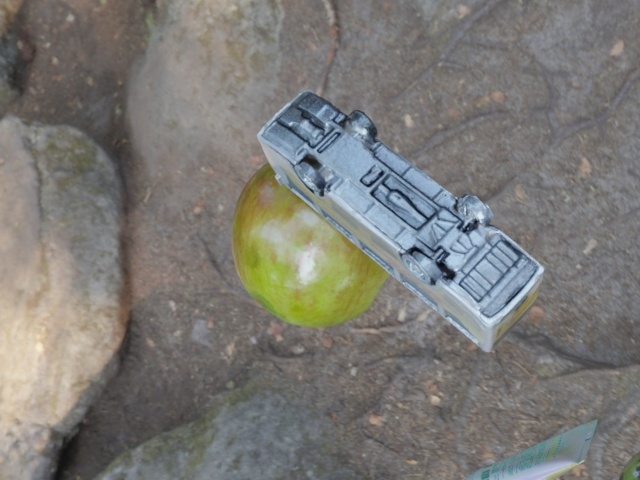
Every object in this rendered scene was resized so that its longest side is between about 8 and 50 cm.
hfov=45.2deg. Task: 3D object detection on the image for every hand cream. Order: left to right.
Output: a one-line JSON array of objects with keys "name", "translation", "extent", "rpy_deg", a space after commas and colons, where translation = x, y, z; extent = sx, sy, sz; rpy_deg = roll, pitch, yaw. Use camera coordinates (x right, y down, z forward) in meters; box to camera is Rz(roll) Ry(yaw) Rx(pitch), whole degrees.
[{"name": "hand cream", "translation": [0.219, 0.248, 0.822], "extent": [0.047, 0.076, 0.174], "rpy_deg": [49, 124, 2]}]

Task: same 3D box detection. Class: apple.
[{"name": "apple", "translation": [0.000, 0.000, 1.063], "extent": [0.246, 0.246, 0.226], "rpy_deg": [27, 115, 37]}]

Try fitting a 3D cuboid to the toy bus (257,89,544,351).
[{"name": "toy bus", "translation": [0.082, -0.028, 0.836], "extent": [0.097, 0.138, 0.342], "rpy_deg": [-45, 64, -11]}]

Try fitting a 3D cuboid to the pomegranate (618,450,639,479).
[{"name": "pomegranate", "translation": [0.446, 0.371, 0.967], "extent": [0.248, 0.214, 0.214], "rpy_deg": [-38, 55, 11]}]
